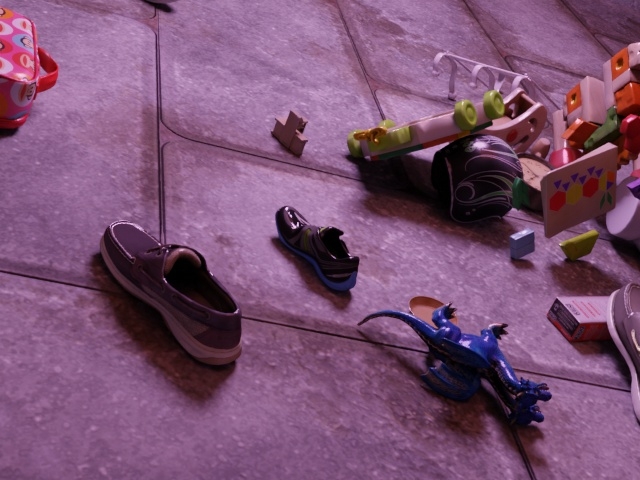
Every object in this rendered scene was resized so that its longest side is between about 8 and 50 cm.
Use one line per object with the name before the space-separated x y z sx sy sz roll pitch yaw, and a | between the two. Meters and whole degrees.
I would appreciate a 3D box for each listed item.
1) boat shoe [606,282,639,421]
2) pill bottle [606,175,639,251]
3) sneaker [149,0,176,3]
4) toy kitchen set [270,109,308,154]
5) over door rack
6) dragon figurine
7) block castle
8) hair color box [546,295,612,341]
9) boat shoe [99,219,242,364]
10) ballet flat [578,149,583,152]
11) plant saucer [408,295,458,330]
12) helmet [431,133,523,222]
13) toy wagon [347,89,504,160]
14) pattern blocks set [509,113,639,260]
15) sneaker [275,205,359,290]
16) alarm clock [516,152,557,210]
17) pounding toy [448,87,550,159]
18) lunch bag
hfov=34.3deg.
boat shoe | 0.538 0.173 1.654 0.109 0.091 0.305 17 40 -15
pill bottle | 0.741 -0.028 2.094 0.301 0.169 0.169 17 30 -10
sneaker | -0.420 -0.665 2.393 0.366 0.135 0.150 35 35 19
toy kitchen set | -0.035 -0.216 1.976 0.075 0.068 0.083 -9 42 -43
over door rack | 0.435 -0.348 2.449 0.239 0.108 0.324 26 13 35
dragon figurine | 0.197 0.167 1.483 0.289 0.085 0.144 22 29 -4
block castle | 0.695 -0.225 2.126 0.303 0.453 0.213 11 67 -19
hair color box | 0.462 0.132 1.765 0.141 0.043 0.072 3 35 -33
boat shoe | -0.196 0.049 1.403 0.103 0.092 0.285 -9 42 -43
ballet flat | 0.626 -0.197 2.425 0.041 0.041 0.114 15 30 -13
plant saucer | 0.174 0.118 1.621 0.083 0.015 0.083 16 30 -10
helmet | 0.304 -0.119 1.965 0.161 0.169 0.169 -9 37 -9
toy wagon | 0.181 -0.207 1.966 0.267 0.068 0.344 -12 8 37
pattern blocks set | 0.480 -0.094 1.914 0.325 0.285 0.026 -14 31 -26
sneaker | 0.000 0.000 1.633 0.067 0.078 0.188 -8 41 -43
alarm clock | 0.419 -0.126 2.126 0.192 0.064 0.129 28 38 -7
pounding toy | 0.417 -0.223 2.210 0.269 0.154 0.155 -6 39 -39
lunch bag | -0.563 -0.302 1.707 0.258 0.120 0.293 11 31 -21
